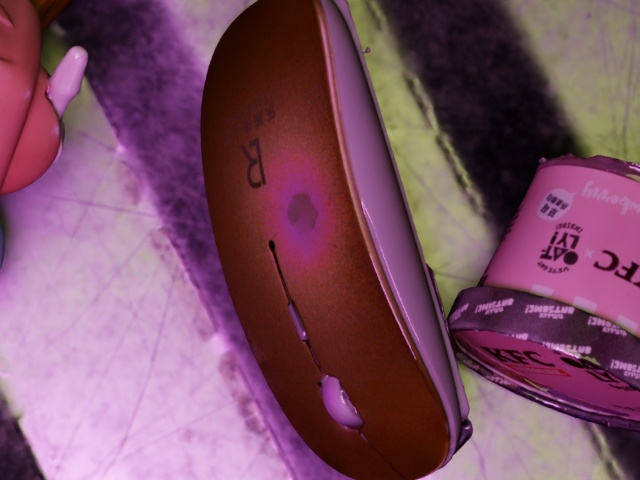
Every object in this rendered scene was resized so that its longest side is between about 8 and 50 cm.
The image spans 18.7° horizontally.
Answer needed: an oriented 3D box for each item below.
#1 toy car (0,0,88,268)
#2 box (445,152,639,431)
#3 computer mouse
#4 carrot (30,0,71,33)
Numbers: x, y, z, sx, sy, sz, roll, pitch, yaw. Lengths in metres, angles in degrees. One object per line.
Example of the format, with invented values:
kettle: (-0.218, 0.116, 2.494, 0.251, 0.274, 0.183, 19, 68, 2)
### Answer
toy car: (-0.266, -0.057, 1.131, 0.212, 0.180, 0.270, 22, 122, -18)
box: (0.168, 0.029, 1.188, 0.151, 0.151, 0.135, 25, 75, 0)
computer mouse: (0.000, 0.000, 1.184, 0.072, 0.158, 0.310, -13, 85, -34)
carrot: (-0.275, -0.241, 1.206, 0.302, 0.114, 0.114, 40, 84, 3)
